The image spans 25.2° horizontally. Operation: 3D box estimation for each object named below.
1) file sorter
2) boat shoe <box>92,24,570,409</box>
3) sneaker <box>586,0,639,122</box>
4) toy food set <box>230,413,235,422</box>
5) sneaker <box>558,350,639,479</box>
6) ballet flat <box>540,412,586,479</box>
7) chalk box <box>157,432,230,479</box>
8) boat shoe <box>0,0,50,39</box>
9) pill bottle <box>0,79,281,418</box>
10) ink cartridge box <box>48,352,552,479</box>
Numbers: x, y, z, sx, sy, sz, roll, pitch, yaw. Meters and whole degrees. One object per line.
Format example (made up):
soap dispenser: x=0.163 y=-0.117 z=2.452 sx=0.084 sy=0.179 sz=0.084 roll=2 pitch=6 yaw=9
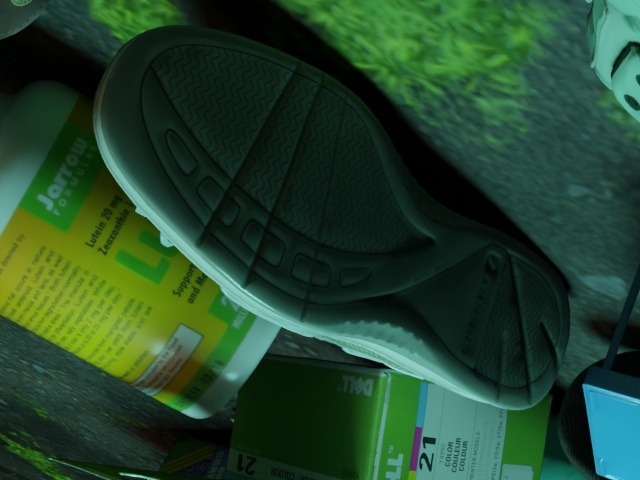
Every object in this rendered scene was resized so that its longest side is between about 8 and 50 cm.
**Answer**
file sorter: x=0.228 y=0.074 z=0.693 sx=0.170 sy=0.104 sz=0.118 roll=15 pitch=155 yaw=22
boat shoe: x=0.002 y=-0.002 z=0.750 sx=0.320 sy=0.118 sz=0.103 roll=29 pitch=163 yaw=-36
sneaker: x=0.091 y=-0.100 z=0.474 sx=0.256 sy=0.094 sz=0.151 roll=30 pitch=160 yaw=-9
toy food set: x=0.010 y=0.190 z=1.260 sx=0.132 sy=0.038 sz=0.192 roll=46 pitch=161 yaw=-30
sneaker: x=0.280 y=0.154 z=0.819 sx=0.281 sy=0.106 sz=0.162 roll=13 pitch=157 yaw=26
ballet flat: x=0.202 y=0.181 z=1.008 sx=0.087 sy=0.083 sz=0.247 roll=-12 pitch=144 yaw=18
chalk box: x=-0.049 y=0.315 z=1.338 sx=0.180 sy=0.179 sz=0.289 roll=37 pitch=164 yaw=-25
boat shoe: x=-0.168 y=-0.142 z=0.626 sx=0.123 sy=0.123 sz=0.342 roll=1 pitch=145 yaw=-18
pill bottle: x=-0.142 y=-0.009 z=0.845 sx=0.245 sy=0.136 sz=0.136 roll=30 pitch=157 yaw=-13
ink cartridge box: x=-0.014 y=0.119 z=0.902 sx=0.255 sy=0.097 sz=0.189 roll=12 pitch=174 yaw=-29
